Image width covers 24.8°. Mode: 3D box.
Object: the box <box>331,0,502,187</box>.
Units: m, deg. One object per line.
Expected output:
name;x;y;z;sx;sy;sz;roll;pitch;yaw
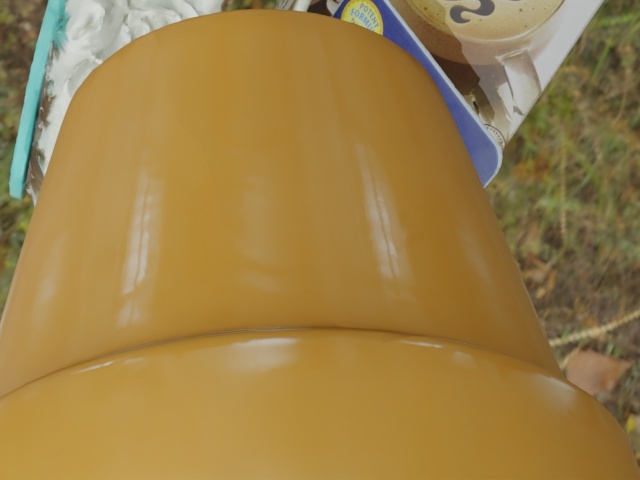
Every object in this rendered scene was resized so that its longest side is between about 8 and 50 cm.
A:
box;0.000;0.000;0.702;0.225;0.036;0.136;-53;51;29

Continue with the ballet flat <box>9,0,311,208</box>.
ballet flat;-0.052;-0.192;0.695;0.147;0.147;0.409;6;86;24

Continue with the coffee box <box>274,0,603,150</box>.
coffee box;0.098;-0.194;0.941;0.168;0.119;0.297;29;105;-11

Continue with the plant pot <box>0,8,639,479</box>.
plant pot;-0.016;0.042;0.435;0.205;0.188;0.205;-4;147;-2
